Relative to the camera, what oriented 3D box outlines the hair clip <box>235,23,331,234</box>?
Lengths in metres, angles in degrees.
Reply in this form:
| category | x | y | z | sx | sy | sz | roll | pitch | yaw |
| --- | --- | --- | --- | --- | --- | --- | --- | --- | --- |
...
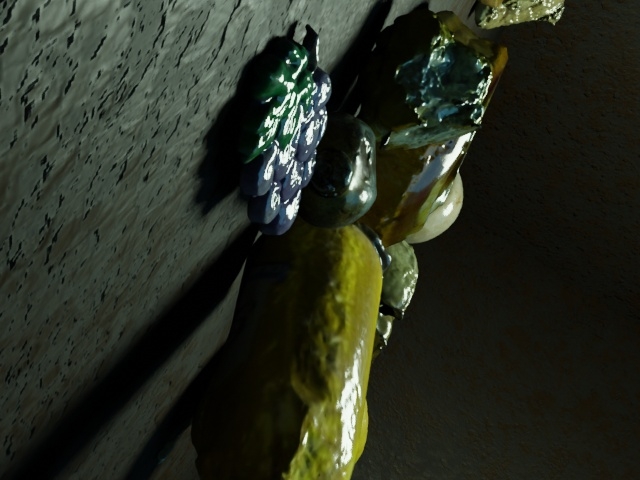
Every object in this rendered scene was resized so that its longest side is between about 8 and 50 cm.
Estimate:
| category | x | y | z | sx | sy | sz | roll | pitch | yaw |
| --- | --- | --- | --- | --- | --- | --- | --- | --- | --- |
| hair clip | -0.034 | -0.082 | 0.625 | 0.195 | 0.052 | 0.124 | 90 | 22 | -64 |

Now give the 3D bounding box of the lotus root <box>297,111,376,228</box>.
| category | x | y | z | sx | sy | sz | roll | pitch | yaw |
| --- | --- | --- | --- | --- | --- | --- | --- | --- | --- |
| lotus root | 0.011 | -0.066 | 0.785 | 0.192 | 0.088 | 0.113 | -59 | 154 | -81 |

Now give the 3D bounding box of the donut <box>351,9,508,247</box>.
| category | x | y | z | sx | sy | sz | roll | pitch | yaw |
| --- | --- | --- | --- | --- | --- | --- | --- | --- | --- |
| donut | 0.126 | -0.132 | 1.087 | 0.330 | 0.160 | 0.330 | -55 | 177 | -4 |

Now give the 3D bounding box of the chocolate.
| category | x | y | z | sx | sy | sz | roll | pitch | yaw |
| --- | --- | --- | --- | --- | --- | --- | --- | --- | --- |
| chocolate | -0.023 | 0.149 | 0.755 | 0.445 | 0.162 | 0.162 | -80 | -165 | -53 |

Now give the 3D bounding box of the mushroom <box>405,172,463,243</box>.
| category | x | y | z | sx | sy | sz | roll | pitch | yaw |
| --- | --- | --- | --- | --- | --- | --- | --- | --- | --- |
| mushroom | 0.168 | -0.108 | 1.589 | 0.207 | 0.207 | 0.215 | -54 | 141 | -36 |

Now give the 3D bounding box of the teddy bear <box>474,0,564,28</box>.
| category | x | y | z | sx | sy | sz | roll | pitch | yaw |
| --- | --- | --- | --- | --- | --- | --- | --- | --- | --- |
| teddy bear | 0.430 | -0.530 | 1.583 | 0.267 | 0.156 | 0.256 | -54 | 171 | -25 |

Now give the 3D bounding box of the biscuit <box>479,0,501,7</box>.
| category | x | y | z | sx | sy | sz | roll | pitch | yaw |
| --- | --- | --- | --- | --- | --- | --- | --- | --- | --- |
| biscuit | 0.327 | -0.511 | 1.273 | 0.287 | 0.057 | 0.344 | -57 | 174 | -1 |

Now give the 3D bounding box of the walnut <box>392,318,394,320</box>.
| category | x | y | z | sx | sy | sz | roll | pitch | yaw |
| --- | --- | --- | --- | --- | --- | --- | --- | --- | --- |
| walnut | 0.096 | 0.110 | 1.885 | 0.261 | 0.225 | 0.225 | -55 | 177 | 32 |

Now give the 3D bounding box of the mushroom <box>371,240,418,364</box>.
| category | x | y | z | sx | sy | sz | roll | pitch | yaw |
| --- | --- | --- | --- | --- | --- | --- | --- | --- | --- |
| mushroom | 0.027 | 0.065 | 1.224 | 0.267 | 0.190 | 0.164 | 113 | -6 | -57 |

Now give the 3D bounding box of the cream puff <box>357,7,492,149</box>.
| category | x | y | z | sx | sy | sz | roll | pitch | yaw |
| --- | --- | --- | --- | --- | --- | --- | --- | --- | --- |
| cream puff | 0.104 | -0.168 | 0.869 | 0.121 | 0.156 | 0.156 | 11 | -117 | 56 |

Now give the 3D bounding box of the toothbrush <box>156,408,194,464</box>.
| category | x | y | z | sx | sy | sz | roll | pitch | yaw |
| --- | --- | --- | --- | --- | --- | --- | --- | --- | --- |
| toothbrush | -0.183 | 0.256 | 1.238 | 0.219 | 0.016 | 0.019 | -51 | 173 | -50 |

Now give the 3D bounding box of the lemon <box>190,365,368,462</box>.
| category | x | y | z | sx | sy | sz | roll | pitch | yaw |
| --- | --- | --- | --- | --- | --- | --- | --- | --- | --- |
| lemon | -0.055 | 0.258 | 1.180 | 0.288 | 0.233 | 0.233 | 4 | 123 | -46 |
